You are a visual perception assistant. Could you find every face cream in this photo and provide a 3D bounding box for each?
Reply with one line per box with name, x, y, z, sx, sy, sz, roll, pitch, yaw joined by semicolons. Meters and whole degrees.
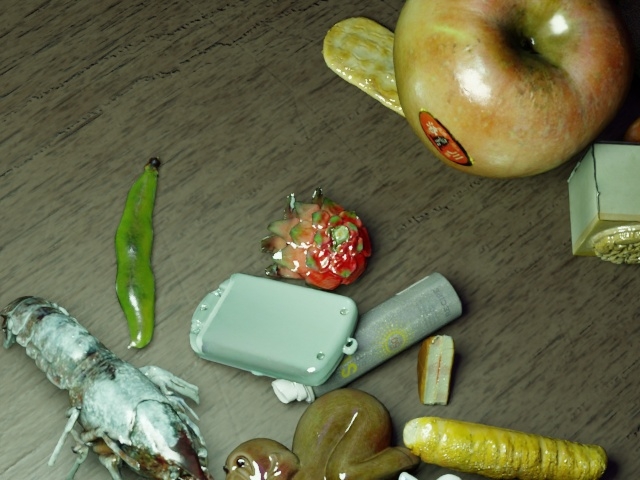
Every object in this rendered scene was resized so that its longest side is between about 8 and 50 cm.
face cream;0.062;0.139;1.836;0.283;0.073;0.073;-29;73;-16

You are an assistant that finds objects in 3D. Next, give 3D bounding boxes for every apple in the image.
apple;0.253;-0.245;1.881;0.338;0.305;0.339;3;78;-13

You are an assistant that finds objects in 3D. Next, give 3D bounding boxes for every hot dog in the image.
hot dog;0.244;0.280;1.757;0.289;0.083;0.068;14;72;-18

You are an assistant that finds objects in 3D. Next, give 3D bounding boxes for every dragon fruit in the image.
dragon fruit;-0.001;0.007;1.867;0.142;0.121;0.130;31;31;35

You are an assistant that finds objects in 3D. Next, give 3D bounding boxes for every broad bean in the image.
broad bean;-0.259;0.014;1.876;0.060;0.043;0.298;5;65;-14

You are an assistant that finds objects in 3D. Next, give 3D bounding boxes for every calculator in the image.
calculator;-0.061;0.117;1.801;0.246;0.045;0.141;11;54;25

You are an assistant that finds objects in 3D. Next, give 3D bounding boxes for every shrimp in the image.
shrimp;-0.272;0.214;1.726;0.221;0.166;0.410;-36;76;-30

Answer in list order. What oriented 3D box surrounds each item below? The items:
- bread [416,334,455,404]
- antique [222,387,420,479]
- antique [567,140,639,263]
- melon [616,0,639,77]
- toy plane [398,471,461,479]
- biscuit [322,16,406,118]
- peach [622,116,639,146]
bread;0.157;0.168;1.845;0.043;0.109;0.062;1;23;-9
antique;-0.011;0.286;1.742;0.256;0.121;0.143;-25;71;-17
antique;0.442;-0.049;1.912;0.146;0.152;0.148;3;69;-3
melon;0.515;-0.314;2.038;0.139;0.139;0.192;-33;73;-17
toy plane;0.120;0.421;1.690;0.266;0.122;0.267;0;79;0
biscuit;0.115;-0.255;2.034;0.247;0.029;0.118;34;68;9
peach;0.498;-0.144;1.988;0.100;0.101;0.101;2;67;-5
